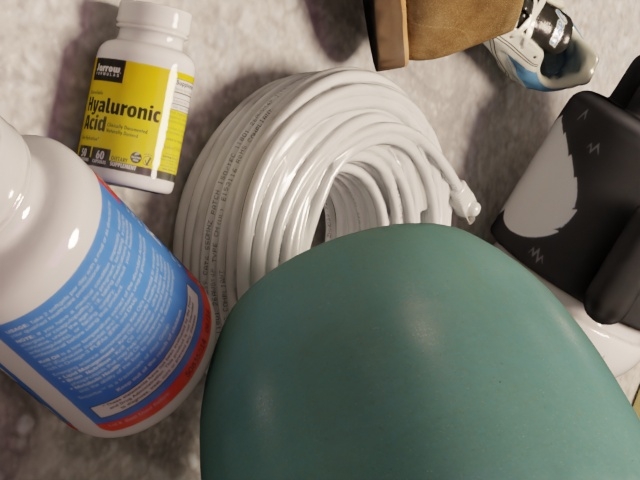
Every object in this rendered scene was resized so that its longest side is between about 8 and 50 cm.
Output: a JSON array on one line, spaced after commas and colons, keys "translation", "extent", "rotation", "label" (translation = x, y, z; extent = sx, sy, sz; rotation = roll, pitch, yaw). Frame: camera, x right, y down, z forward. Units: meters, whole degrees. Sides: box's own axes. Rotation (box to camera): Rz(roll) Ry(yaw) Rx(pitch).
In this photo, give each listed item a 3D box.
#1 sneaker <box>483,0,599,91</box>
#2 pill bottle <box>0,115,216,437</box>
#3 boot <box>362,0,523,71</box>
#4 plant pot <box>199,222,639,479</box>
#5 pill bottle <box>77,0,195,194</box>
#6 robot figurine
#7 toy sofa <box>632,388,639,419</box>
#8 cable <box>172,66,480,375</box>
[{"translation": [0.151, -0.191, 1.532], "extent": [0.237, 0.086, 0.085], "rotation": [31, 75, -51], "label": "sneaker"}, {"translation": [-0.163, 0.015, 1.116], "extent": [0.221, 0.124, 0.124], "rotation": [51, 58, -48], "label": "pill bottle"}, {"translation": [0.084, -0.246, 1.322], "extent": [0.305, 0.115, 0.112], "rotation": [84, -2, -53], "label": "boot"}, {"translation": [0.057, 0.132, 1.177], "extent": [0.293, 0.293, 0.235], "rotation": [27, 37, -53], "label": "plant pot"}, {"translation": [-0.115, -0.091, 1.207], "extent": [0.065, 0.065, 0.116], "rotation": [13, 87, -54], "label": "pill bottle"}, {"translation": [0.241, -0.016, 1.586], "extent": [0.278, 0.173, 0.209], "rotation": [-59, 152, 10], "label": "robot figurine"}, {"translation": [0.366, 0.243, 1.877], "extent": [0.177, 0.150, 0.362], "rotation": [49, 59, -46], "label": "toy sofa"}, {"translation": [0.000, 0.000, 1.368], "extent": [0.257, 0.089, 0.257], "rotation": [-54, 137, -29], "label": "cable"}]
